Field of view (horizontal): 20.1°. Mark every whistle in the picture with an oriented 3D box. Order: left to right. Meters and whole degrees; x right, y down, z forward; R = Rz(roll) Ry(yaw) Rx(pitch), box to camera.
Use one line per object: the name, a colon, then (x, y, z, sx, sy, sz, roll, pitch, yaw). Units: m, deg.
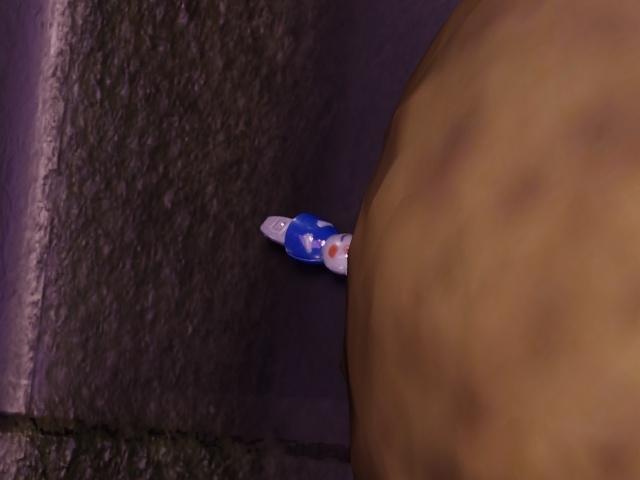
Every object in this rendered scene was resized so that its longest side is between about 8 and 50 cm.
whistle: (0.000, 0.000, 1.012, 0.083, 0.029, 0.033, 20, 59, 39)

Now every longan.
longan: (0.194, 0.040, 0.589, 0.391, 0.391, 0.391, -10, 75, 42)
